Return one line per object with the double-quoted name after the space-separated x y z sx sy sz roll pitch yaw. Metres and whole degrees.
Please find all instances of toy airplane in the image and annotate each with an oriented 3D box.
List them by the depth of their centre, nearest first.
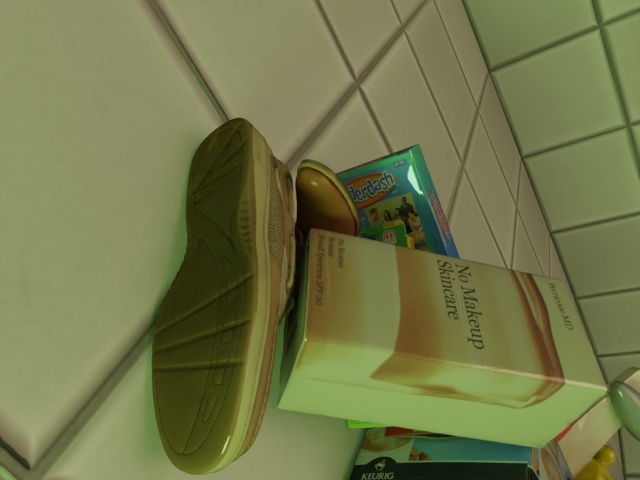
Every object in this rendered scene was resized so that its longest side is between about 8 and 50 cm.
0.480 0.418 0.963 0.384 0.272 0.386 13 101 -34 "toy airplane"

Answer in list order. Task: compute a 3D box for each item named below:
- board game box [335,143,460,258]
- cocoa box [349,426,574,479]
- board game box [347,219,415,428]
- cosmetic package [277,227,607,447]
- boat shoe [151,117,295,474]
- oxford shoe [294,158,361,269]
0.098 -0.011 0.728 0.047 0.160 0.210 -39 111 -56 "board game box"
0.211 0.393 0.662 0.347 0.231 0.228 61 34 -19 "cocoa box"
0.079 0.110 0.680 0.039 0.124 0.259 10 69 -61 "board game box"
0.114 0.105 0.542 0.296 0.129 0.153 11 42 -10 "cosmetic package"
-0.068 0.040 0.489 0.110 0.121 0.341 36 47 -45 "boat shoe"
0.000 0.000 0.601 0.076 0.076 0.212 -50 148 -31 "oxford shoe"
